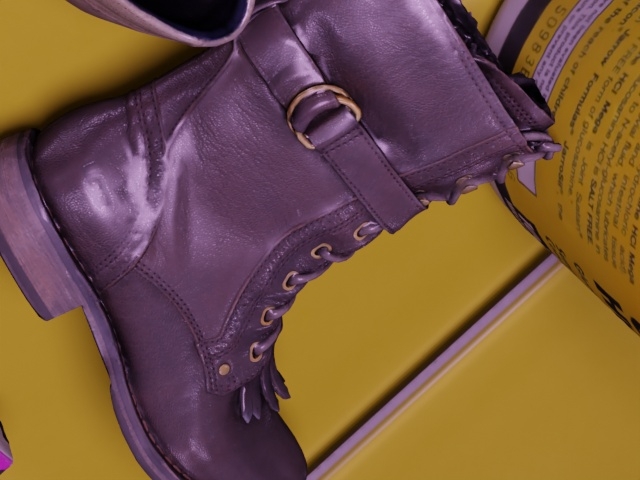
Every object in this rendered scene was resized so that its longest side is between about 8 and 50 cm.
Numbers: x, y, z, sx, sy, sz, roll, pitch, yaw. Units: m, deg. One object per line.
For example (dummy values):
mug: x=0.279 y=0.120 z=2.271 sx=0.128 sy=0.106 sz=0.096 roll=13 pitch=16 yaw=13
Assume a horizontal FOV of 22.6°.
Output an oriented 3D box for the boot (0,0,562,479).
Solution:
boot: x=0.000 y=0.000 z=0.702 sx=0.229 sy=0.091 sz=0.263 roll=-26 pitch=123 yaw=11

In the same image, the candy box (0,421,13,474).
candy box: x=-0.275 y=0.111 z=0.688 sx=0.233 sy=0.071 sz=0.159 roll=-41 pitch=125 yaw=2

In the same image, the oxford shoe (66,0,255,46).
oxford shoe: x=-0.106 y=-0.200 z=0.514 sx=0.123 sy=0.130 sz=0.348 roll=-44 pitch=141 yaw=-8

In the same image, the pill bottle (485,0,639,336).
pill bottle: x=0.212 y=-0.013 z=0.669 sx=0.188 sy=0.334 sz=0.188 roll=-10 pitch=119 yaw=-18
